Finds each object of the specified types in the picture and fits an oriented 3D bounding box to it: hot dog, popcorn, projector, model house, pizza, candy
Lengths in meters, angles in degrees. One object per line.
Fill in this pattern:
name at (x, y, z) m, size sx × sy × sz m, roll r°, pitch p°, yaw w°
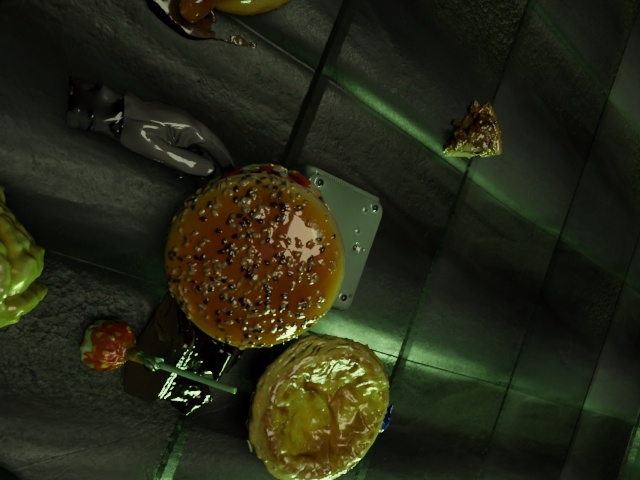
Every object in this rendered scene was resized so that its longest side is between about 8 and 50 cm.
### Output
hot dog at (-0.118, -0.453, 0.758) m, size 0.326 × 0.107 × 0.194 m, roll -50°, pitch 119°, yaw -15°
popcorn at (-0.488, 0.034, 0.568) m, size 0.256 × 0.195 × 0.255 m, roll 21°, pitch 77°, yaw -33°
projector at (0.000, 0.000, 0.903) m, size 0.198 × 0.108 × 0.251 m, roll 21°, pitch 87°, yaw -33°
model house at (-0.232, 0.207, 0.804) m, size 0.203 × 0.141 × 0.164 m, roll -53°, pitch 145°, yaw 10°
pizza at (0.383, -0.260, 1.120) m, size 0.193 × 0.069 × 0.154 m, roll -30°, pitch 113°, yaw -26°
candy at (-0.256, 0.194, 0.696) m, size 0.078 × 0.287 × 0.084 m, roll -26°, pitch 127°, yaw -65°

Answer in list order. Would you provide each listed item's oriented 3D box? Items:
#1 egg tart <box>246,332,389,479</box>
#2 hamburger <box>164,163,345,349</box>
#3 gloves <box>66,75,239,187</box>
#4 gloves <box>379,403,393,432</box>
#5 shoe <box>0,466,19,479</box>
egg tart at (-0.008, 0.342, 0.939) m, size 0.341 × 0.132 × 0.342 m, roll -5°, pitch 100°, yaw -30°
hamburger at (-0.104, 0.026, 0.715) m, size 0.300 × 0.176 × 0.300 m, roll 0°, pitch 101°, yaw 0°
gloves at (-0.257, -0.163, 0.710) m, size 0.285 × 0.142 × 0.119 m, roll 28°, pitch 111°, yaw -33°
gloves at (0.150, 0.433, 1.113) m, size 0.064 × 0.026 × 0.086 m, roll 23°, pitch 86°, yaw -30°
shoe at (-0.535, 0.366, 0.643) m, size 0.108 × 0.093 × 0.241 m, roll -39°, pitch 114°, yaw -22°
